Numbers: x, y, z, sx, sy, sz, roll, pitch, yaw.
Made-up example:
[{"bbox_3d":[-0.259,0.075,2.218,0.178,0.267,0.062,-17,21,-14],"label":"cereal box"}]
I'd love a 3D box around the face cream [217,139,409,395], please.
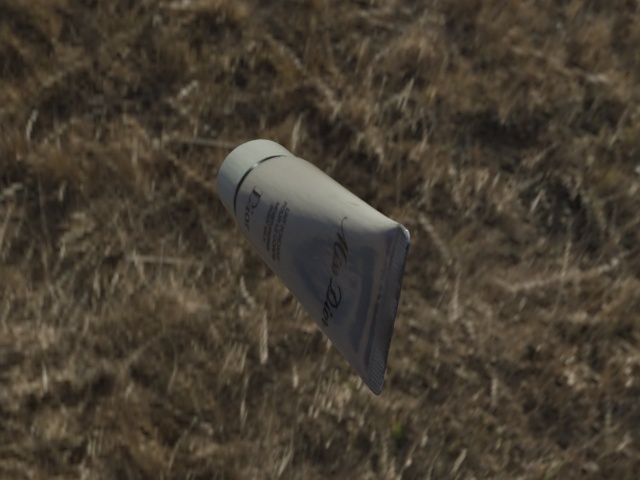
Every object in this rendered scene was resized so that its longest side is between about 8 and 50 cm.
[{"bbox_3d":[0.000,0.000,1.310,0.089,0.143,0.314,0,23,-27],"label":"face cream"}]
